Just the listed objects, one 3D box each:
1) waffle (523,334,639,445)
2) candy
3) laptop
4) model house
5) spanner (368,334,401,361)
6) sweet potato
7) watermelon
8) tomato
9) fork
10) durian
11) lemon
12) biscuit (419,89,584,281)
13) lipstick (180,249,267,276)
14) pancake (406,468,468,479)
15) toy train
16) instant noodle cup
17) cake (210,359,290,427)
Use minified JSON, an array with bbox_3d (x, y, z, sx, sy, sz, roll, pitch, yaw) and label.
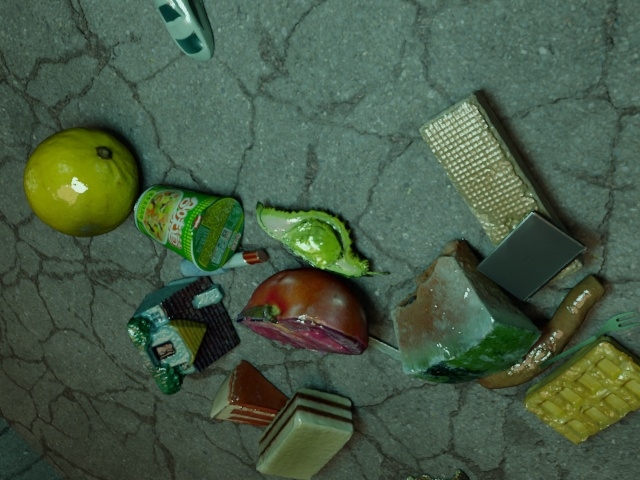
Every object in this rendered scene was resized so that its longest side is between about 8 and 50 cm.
[{"bbox_3d":[0.617,0.343,1.199,0.168,0.057,0.274,36,125,4],"label":"waffle"},{"bbox_3d":[-0.050,0.583,1.559,0.180,0.135,0.320,20,127,-18],"label":"candy"},{"bbox_3d":[0.422,0.036,1.059,0.129,0.016,0.180,36,127,3],"label":"laptop"},{"bbox_3d":[-0.376,0.268,1.548,0.249,0.230,0.280,-20,110,6],"label":"model house"},{"bbox_3d":[0.185,0.297,1.400,0.302,0.017,0.071,25,124,12],"label":"spanner"},{"bbox_3d":[0.489,0.231,1.171,0.109,0.109,0.385,39,123,1],"label":"sweet potato"},{"bbox_3d":[0.288,0.186,1.158,0.264,0.151,0.302,-47,69,38],"label":"watermelon"},{"bbox_3d":[-0.028,0.178,1.342,0.335,0.176,0.290,-6,148,39],"label":"tomato"},{"bbox_3d":[0.568,0.212,1.119,0.235,0.021,0.039,-26,99,1],"label":"fork"},{"bbox_3d":[0.001,0.000,1.275,0.375,0.132,0.106,30,152,5],"label":"durian"},{"bbox_3d":[-0.623,-0.149,1.380,0.297,0.297,0.297,11,120,20],"label":"lemon"},{"bbox_3d":[0.370,-0.090,1.071,0.144,0.078,0.426,-30,100,35],"label":"biscuit"},{"bbox_3d":[-0.268,0.058,1.455,0.274,0.061,0.068,-9,110,29],"label":"lipstick"},{"bbox_3d":[0.349,0.724,1.551,0.191,0.020,0.184,12,121,18],"label":"pancake"},{"bbox_3d":[-0.340,-0.587,1.130,0.087,0.088,0.406,-8,113,28],"label":"toy train"},{"bbox_3d":[-0.352,-0.052,1.368,0.233,0.207,0.207,21,123,24],"label":"instant noodle cup"},{"bbox_3d":[-0.204,0.495,1.668,0.262,0.159,0.158,21,131,-29],"label":"cake"}]
